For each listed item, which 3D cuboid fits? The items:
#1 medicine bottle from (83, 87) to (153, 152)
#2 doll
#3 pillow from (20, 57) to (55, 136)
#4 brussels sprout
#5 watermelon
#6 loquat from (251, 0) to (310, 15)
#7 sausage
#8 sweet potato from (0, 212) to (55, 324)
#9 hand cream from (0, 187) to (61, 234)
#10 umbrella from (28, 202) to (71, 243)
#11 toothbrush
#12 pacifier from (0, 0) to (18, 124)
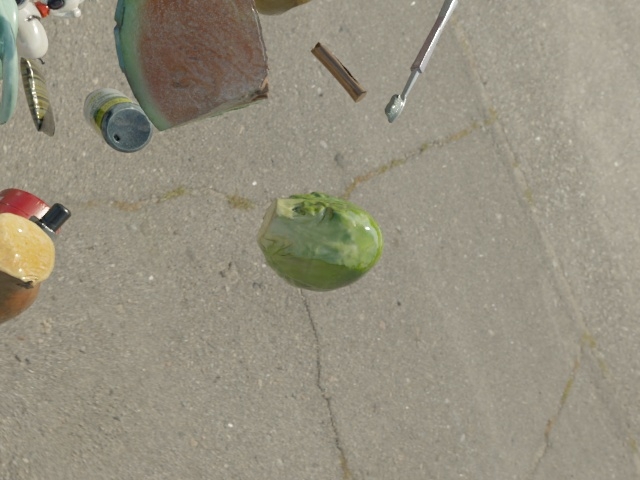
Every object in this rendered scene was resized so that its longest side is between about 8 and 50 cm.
[{"bbox_3d":[-0.597,-0.358,1.485,0.142,0.293,0.141,-18,124,-29],"label":"medicine bottle"},{"bbox_3d":[-0.664,-0.553,1.169,0.271,0.144,0.208,-56,136,-10],"label":"doll"},{"bbox_3d":[-0.800,-0.407,1.451,0.052,0.208,0.212,-9,99,-17],"label":"pillow"},{"bbox_3d":[-0.002,0.005,0.749,0.181,0.161,0.143,18,89,-5],"label":"brussels sprout"},{"bbox_3d":[-0.143,-0.217,0.540,0.146,0.128,0.231,-19,133,-6],"label":"watermelon"},{"bbox_3d":[-0.090,-0.455,0.771,0.179,0.179,0.227,-52,121,-33],"label":"loquat"},{"bbox_3d":[0.027,-0.259,0.786,0.026,0.026,0.116,-30,75,-38],"label":"sausage"},{"bbox_3d":[-0.563,0.093,0.865,0.131,0.337,0.131,33,36,-28],"label":"sweet potato"},{"bbox_3d":[-0.836,-0.039,1.418,0.193,0.193,0.125,42,43,-22],"label":"hand cream"},{"bbox_3d":[-0.641,0.060,1.052,0.337,0.067,0.073,-53,153,-11],"label":"umbrella"},{"bbox_3d":[0.117,-0.212,0.590,0.017,0.014,0.194,48,63,-40],"label":"toothbrush"},{"bbox_3d":[-0.641,-0.325,0.836,0.269,0.343,0.288,-30,80,-43],"label":"pacifier"}]
